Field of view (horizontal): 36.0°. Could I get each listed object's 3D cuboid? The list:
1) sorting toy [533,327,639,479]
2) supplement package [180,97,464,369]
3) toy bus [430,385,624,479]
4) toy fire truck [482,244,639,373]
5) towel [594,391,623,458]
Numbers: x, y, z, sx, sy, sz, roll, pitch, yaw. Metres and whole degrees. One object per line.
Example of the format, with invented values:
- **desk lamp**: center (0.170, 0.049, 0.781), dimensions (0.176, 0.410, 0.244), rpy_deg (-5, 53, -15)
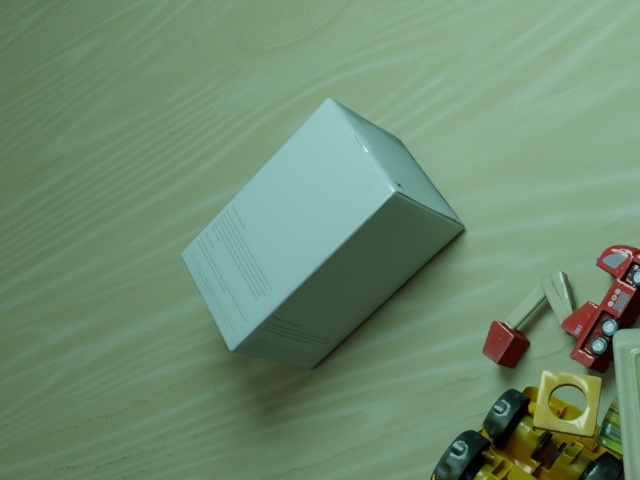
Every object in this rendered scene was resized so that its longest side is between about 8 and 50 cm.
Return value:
- **sorting toy**: center (0.379, 0.168, 0.947), dimensions (0.348, 0.047, 0.196), rpy_deg (-5, 66, 16)
- **supplement package**: center (0.000, 0.000, 1.265), dimensions (0.293, 0.175, 0.177), rpy_deg (-44, 54, 18)
- **toy bus**: center (0.200, 0.294, 1.051), dimensions (0.149, 0.220, 0.211), rpy_deg (33, 130, 23)
- **toy fire truck**: center (0.284, 0.079, 1.116), dimensions (0.135, 0.047, 0.192), rpy_deg (33, 97, 39)
- **towel**: center (0.377, 0.125, 1.012), dimensions (0.102, 0.021, 0.237), rpy_deg (25, 84, 17)
